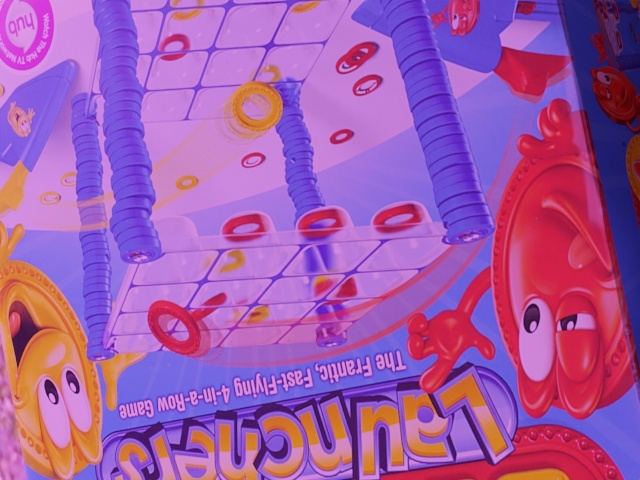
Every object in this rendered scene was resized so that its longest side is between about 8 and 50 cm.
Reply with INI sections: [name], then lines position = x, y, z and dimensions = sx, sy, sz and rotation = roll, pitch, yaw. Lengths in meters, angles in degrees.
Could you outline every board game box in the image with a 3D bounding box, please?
[board game box]
position = 0.000, 0.000, 0.713
dimensions = 0.308, 0.086, 0.301
rotation = -15, 84, 37
